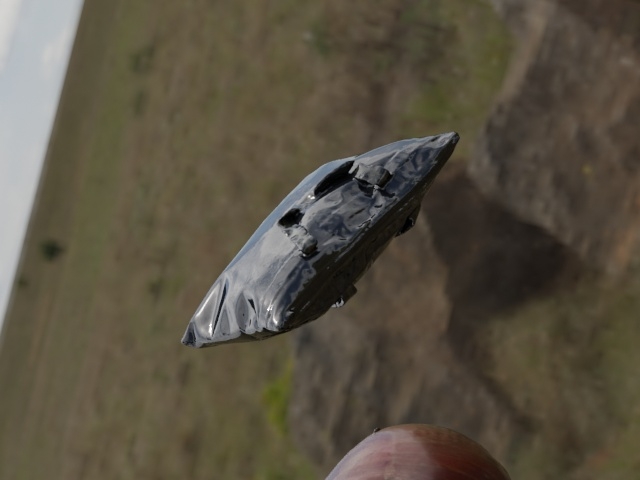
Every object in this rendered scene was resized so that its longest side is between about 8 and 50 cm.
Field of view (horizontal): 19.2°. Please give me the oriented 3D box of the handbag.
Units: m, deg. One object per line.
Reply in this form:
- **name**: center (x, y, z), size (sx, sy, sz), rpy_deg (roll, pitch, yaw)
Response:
- **handbag**: center (0.000, 0.000, 1.676), size (0.254, 0.088, 0.211), rpy_deg (-46, 15, -22)

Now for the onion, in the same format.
- **onion**: center (0.113, 0.389, 2.292), size (0.353, 0.354, 0.353), rpy_deg (-166, 90, -83)
